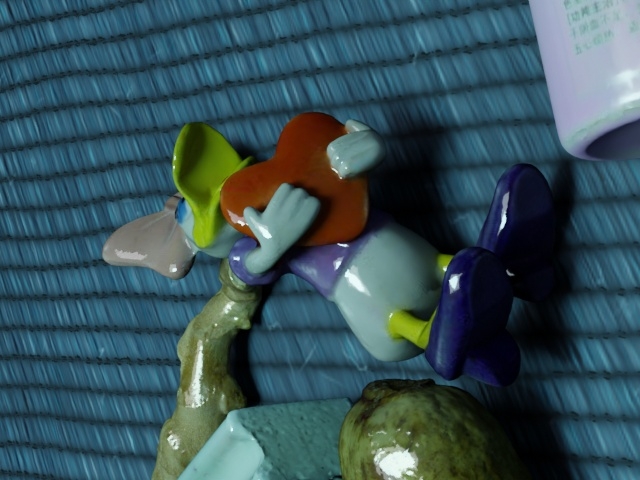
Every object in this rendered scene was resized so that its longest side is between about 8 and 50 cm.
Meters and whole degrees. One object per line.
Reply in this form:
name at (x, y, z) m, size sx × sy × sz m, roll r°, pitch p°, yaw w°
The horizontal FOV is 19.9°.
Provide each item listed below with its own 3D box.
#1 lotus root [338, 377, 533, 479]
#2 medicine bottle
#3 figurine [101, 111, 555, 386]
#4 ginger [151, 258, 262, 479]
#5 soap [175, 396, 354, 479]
lotus root at (0.100, 0.220, 1.338) m, size 0.145 × 0.128 × 0.260 m, roll -5°, pitch 109°, yaw 61°
medicine bottle at (0.211, -0.211, 1.164) m, size 0.178 × 0.178 × 0.291 m, roll -21°, pitch 75°, yaw 47°
figurine at (0.002, -0.002, 1.428) m, size 0.421 × 0.154 × 0.193 m, roll 23°, pitch 150°, yaw 33°
ginger at (-0.094, 0.138, 1.607) m, size 0.089 × 0.075 × 0.288 m, roll 20°, pitch 108°, yaw 13°
soap at (-0.065, 0.238, 1.517) m, size 0.261 × 0.150 × 0.094 m, roll -51°, pitch 50°, yaw 36°
